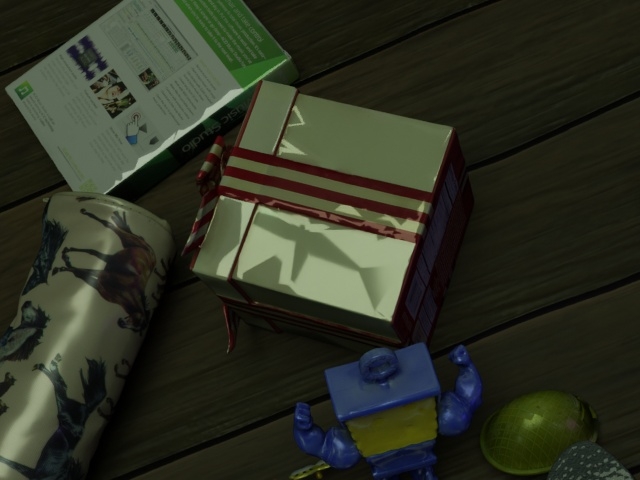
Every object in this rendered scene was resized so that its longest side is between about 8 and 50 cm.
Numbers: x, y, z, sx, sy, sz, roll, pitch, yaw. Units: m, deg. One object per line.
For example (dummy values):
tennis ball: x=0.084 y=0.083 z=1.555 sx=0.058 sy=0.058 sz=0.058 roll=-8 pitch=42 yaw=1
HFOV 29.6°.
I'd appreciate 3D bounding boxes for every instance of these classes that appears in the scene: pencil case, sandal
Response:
pencil case: x=-0.311 y=0.148 z=1.396 sx=0.184 sy=0.160 sz=0.410 roll=7 pitch=70 yaw=42
sandal: x=0.291 y=0.312 z=1.143 sx=0.097 sy=0.054 sz=0.254 roll=-29 pitch=72 yaw=6

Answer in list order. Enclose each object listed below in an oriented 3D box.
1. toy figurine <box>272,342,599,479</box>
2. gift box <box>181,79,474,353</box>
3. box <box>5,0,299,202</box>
toy figurine: x=0.105 y=0.191 z=1.202 sx=0.363 sy=0.217 sz=0.191 roll=-15 pitch=37 yaw=2
gift box: x=0.000 y=0.000 z=1.319 sx=0.258 sy=0.255 sz=0.276 roll=16 pitch=71 yaw=18
box: x=-0.219 y=-0.203 z=1.564 sx=0.322 sy=0.058 sz=0.232 roll=-37 pitch=65 yaw=0
